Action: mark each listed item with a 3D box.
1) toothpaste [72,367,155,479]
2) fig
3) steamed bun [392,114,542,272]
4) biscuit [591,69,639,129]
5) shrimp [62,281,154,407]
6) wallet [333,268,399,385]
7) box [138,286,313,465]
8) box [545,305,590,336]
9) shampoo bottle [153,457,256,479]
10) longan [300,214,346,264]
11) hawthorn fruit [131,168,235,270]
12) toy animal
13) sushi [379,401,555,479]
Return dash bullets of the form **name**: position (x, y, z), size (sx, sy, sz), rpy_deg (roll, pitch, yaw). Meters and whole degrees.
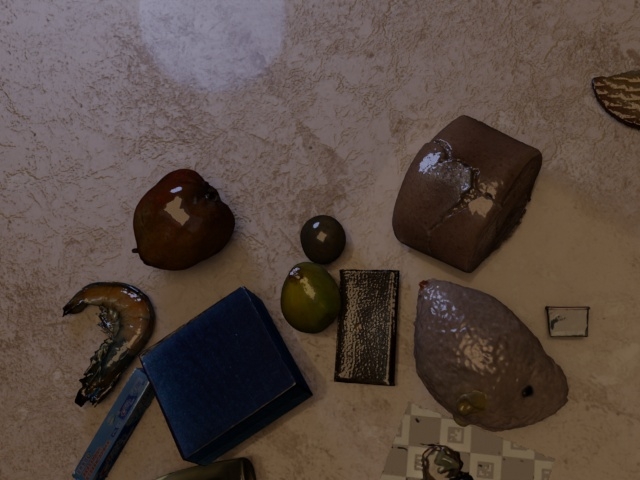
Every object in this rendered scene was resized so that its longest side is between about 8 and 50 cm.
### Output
- **toothpaste**: position (-0.440, 0.407, 1.787), size (0.053, 0.066, 0.272), rpy_deg (30, 87, 15)
- **fig**: position (-0.022, 0.120, 1.724), size (0.136, 0.121, 0.153), rpy_deg (-14, 90, 28)
- **steamed bun**: position (0.289, -0.100, 1.656), size (0.251, 0.199, 0.301), rpy_deg (32, 88, 17)
- **biscuit**: position (0.684, -0.312, 1.699), size (0.229, 0.031, 0.176), rpy_deg (26, 85, 18)
- **shrimp**: position (-0.508, 0.223, 1.843), size (0.222, 0.054, 0.290), rpy_deg (25, 82, 15)
- **wallet**: position (0.099, 0.182, 1.728), size (0.133, 0.039, 0.243), rpy_deg (-1, 79, 19)
- **box**: position (-0.202, 0.283, 1.711), size (0.279, 0.116, 0.261), rpy_deg (-33, 61, 4)
- **box**: position (0.494, 0.162, 1.636), size (0.085, 0.060, 0.063), rpy_deg (0, 87, 12)
- **shampoo bottle**: position (-0.306, 0.552, 1.721), size (0.350, 0.084, 0.125), rpy_deg (-17, 70, 10)
- **longan**: position (0.000, 0.000, 1.759), size (0.119, 0.106, 0.106), rpy_deg (-21, 71, 48)
- **hawthorn fruit**: position (-0.319, -0.029, 1.792), size (0.248, 0.208, 0.208), rpy_deg (-38, 73, 20)
- **toy animal**: position (0.301, 0.228, 1.597), size (0.226, 0.188, 0.358), rpy_deg (-42, 73, -4)
- **sushi**: position (0.260, 0.533, 1.607), size (0.320, 0.069, 0.339), rpy_deg (20, 84, 15)
